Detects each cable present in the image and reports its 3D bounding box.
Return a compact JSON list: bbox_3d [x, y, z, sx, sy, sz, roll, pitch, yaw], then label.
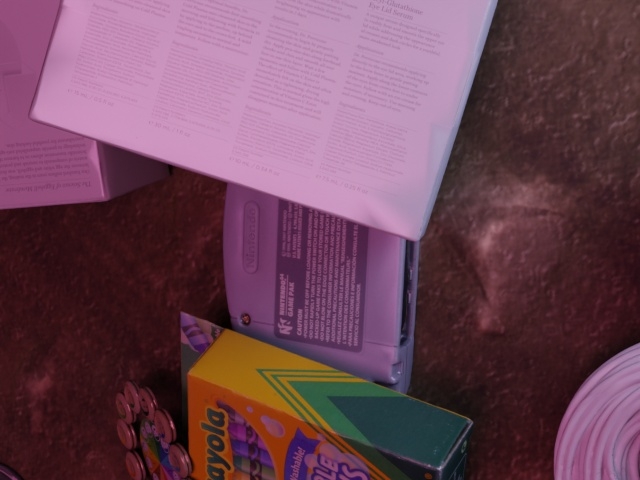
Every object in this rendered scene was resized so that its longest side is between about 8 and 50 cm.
[{"bbox_3d":[0.343,0.208,1.517,0.257,0.089,0.257,0,104,26],"label":"cable"}]

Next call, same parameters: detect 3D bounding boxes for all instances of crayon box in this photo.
[{"bbox_3d":[-0.020,0.218,1.655,0.323,0.083,0.203,19,131,20],"label":"crayon box"}]

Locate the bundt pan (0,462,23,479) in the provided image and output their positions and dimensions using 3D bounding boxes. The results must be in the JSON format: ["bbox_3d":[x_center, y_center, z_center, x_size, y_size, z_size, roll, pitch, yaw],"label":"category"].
[{"bbox_3d":[-0.450,0.405,1.915,0.330,0.124,0.331,6,106,23],"label":"bundt pan"}]

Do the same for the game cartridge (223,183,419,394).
[{"bbox_3d":[0.000,0.000,1.644,0.198,0.062,0.297,11,107,27],"label":"game cartridge"}]

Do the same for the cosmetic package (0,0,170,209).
[{"bbox_3d":[-0.294,-0.152,1.693,0.224,0.138,0.225,-3,100,25],"label":"cosmetic package"}]

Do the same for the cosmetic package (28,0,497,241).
[{"bbox_3d":[-0.044,-0.192,1.513,0.377,0.097,0.284,18,99,5],"label":"cosmetic package"}]

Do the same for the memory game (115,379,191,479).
[{"bbox_3d":[-0.172,0.234,1.745,0.186,0.012,0.186,42,142,44],"label":"memory game"}]
